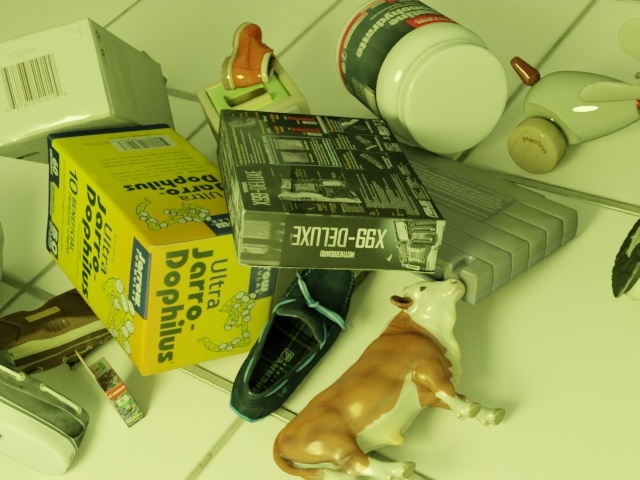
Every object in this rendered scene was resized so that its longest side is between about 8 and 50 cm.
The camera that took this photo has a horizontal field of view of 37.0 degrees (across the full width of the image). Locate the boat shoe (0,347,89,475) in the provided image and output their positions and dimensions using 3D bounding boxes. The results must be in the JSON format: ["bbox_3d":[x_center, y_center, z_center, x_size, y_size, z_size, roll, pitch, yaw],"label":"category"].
[{"bbox_3d":[-0.428,0.179,1.205,0.108,0.301,0.102,-42,20,43],"label":"boat shoe"}]

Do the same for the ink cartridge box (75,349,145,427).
[{"bbox_3d":[-0.273,0.186,1.241,0.029,0.115,0.063,-35,44,-17],"label":"ink cartridge box"}]

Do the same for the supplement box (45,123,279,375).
[{"bbox_3d":[-0.229,-0.004,1.325,0.195,0.194,0.356,-11,33,-33],"label":"supplement box"}]

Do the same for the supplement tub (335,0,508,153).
[{"bbox_3d":[0.152,-0.263,1.492,0.191,0.191,0.272,-26,34,-8],"label":"supplement tub"}]

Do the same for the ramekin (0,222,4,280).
[{"bbox_3d":[-0.590,0.033,1.469,0.207,0.207,0.109,-23,50,-4],"label":"ramekin"}]

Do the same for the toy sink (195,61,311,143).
[{"bbox_3d":[-0.092,-0.179,1.558,0.153,0.131,0.234,-24,41,-5],"label":"toy sink"}]

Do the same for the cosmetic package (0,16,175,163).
[{"bbox_3d":[-0.390,-0.223,1.547,0.217,0.156,0.385,-15,-2,7],"label":"cosmetic package"}]

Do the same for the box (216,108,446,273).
[{"bbox_3d":[0.000,-0.072,1.230,0.243,0.076,0.307,2,30,-14],"label":"box"}]

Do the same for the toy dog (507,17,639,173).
[{"bbox_3d":[0.390,-0.226,1.332,0.334,0.161,0.220,-28,18,35],"label":"toy dog"}]

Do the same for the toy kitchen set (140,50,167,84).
[{"bbox_3d":[-0.348,-0.305,1.845,0.068,0.083,0.075,44,63,1],"label":"toy kitchen set"}]

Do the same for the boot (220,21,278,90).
[{"bbox_3d":[-0.105,-0.306,1.575,0.085,0.059,0.158,-4,48,16],"label":"boot"}]

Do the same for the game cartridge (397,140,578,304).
[{"bbox_3d":[0.149,-0.040,1.333,0.230,0.068,0.355,-24,37,-37],"label":"game cartridge"}]

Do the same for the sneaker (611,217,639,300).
[{"bbox_3d":[0.516,-0.034,1.207,0.182,0.158,0.410,35,57,8],"label":"sneaker"}]

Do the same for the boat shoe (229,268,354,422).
[{"bbox_3d":[-0.020,0.120,1.225,0.109,0.089,0.258,27,61,1],"label":"boat shoe"}]

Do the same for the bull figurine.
[{"bbox_3d":[0.090,0.182,1.116,0.310,0.101,0.188,-43,50,-14],"label":"bull figurine"}]

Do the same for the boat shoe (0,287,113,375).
[{"bbox_3d":[-0.357,0.133,1.352,0.257,0.095,0.095,-16,36,-33],"label":"boat shoe"}]
